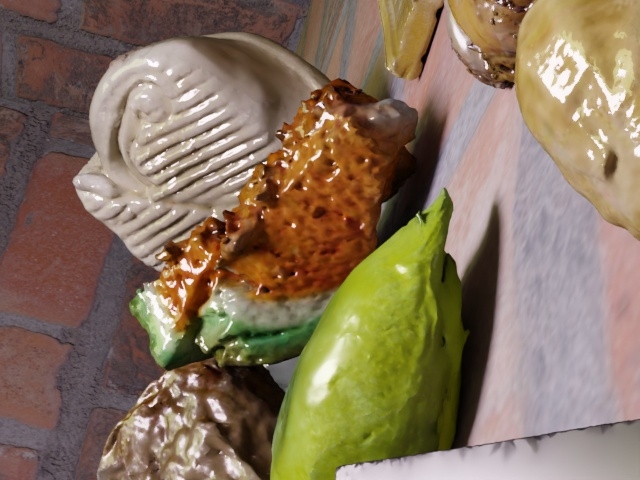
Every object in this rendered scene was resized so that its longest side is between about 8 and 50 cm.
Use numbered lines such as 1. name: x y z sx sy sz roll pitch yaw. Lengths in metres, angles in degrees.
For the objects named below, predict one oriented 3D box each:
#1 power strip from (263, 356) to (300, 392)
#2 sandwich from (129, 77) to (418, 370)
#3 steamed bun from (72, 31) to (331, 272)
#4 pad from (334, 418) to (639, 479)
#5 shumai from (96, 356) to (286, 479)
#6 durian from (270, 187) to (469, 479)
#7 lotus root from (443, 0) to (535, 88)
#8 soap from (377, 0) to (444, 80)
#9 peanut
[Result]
1. power strip: -0.065 0.198 1.368 0.265 0.059 0.193 116 170 -62
2. sandwich: 0.000 0.000 0.902 0.162 0.250 0.301 49 131 24
3. steamed bun: -0.103 -0.105 1.206 0.219 0.324 0.309 -79 15 -51
4. pad: 0.064 0.121 0.321 0.190 0.004 0.127 -21 49 43
5. shumai: -0.059 0.279 0.980 0.283 0.217 0.346 19 114 51
6. durian: 0.029 0.094 0.644 0.139 0.101 0.250 -89 14 -62
7. lotus root: 0.125 -0.264 0.652 0.167 0.078 0.329 139 143 -75
8. soap: 0.090 -0.252 1.073 0.252 0.037 0.092 -90 14 -60
9. peanut: 0.112 -0.078 0.370 0.089 0.089 0.192 110 170 -45
